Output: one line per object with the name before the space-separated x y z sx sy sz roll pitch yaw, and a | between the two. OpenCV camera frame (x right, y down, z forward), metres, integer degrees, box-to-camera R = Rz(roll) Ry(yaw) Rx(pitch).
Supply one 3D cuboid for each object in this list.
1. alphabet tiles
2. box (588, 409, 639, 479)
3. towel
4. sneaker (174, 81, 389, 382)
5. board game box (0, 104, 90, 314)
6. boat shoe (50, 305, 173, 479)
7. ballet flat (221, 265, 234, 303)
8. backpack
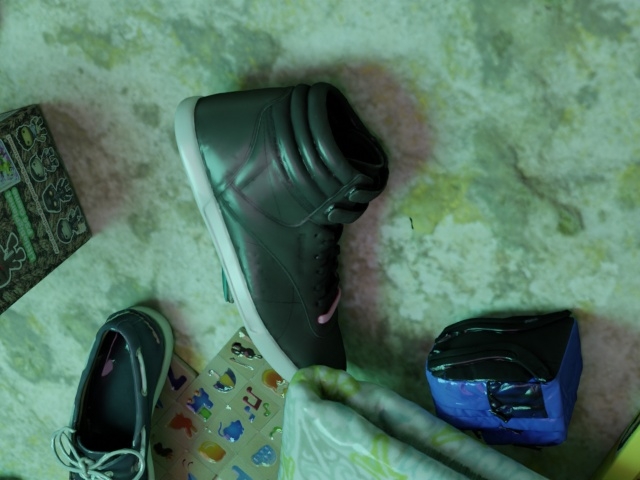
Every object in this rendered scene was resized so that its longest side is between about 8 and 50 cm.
alphabet tiles | -0.095 0.193 1.334 0.198 0.009 0.237 41 123 0
box | 0.284 0.195 1.144 0.087 0.058 0.232 31 123 5
towel | 0.120 0.300 1.186 0.374 0.090 0.320 27 134 20
sneaker | 0.000 0.000 1.142 0.147 0.104 0.296 -14 113 21
board game box | -0.385 0.015 1.199 0.232 0.291 0.141 -11 110 27
boat shoe | -0.199 0.188 1.297 0.095 0.079 0.254 21 105 17
ballet flat | -0.074 0.004 1.215 0.041 0.041 0.114 3 117 22
backpack | 0.151 0.121 1.141 0.120 0.098 0.101 0 118 22
